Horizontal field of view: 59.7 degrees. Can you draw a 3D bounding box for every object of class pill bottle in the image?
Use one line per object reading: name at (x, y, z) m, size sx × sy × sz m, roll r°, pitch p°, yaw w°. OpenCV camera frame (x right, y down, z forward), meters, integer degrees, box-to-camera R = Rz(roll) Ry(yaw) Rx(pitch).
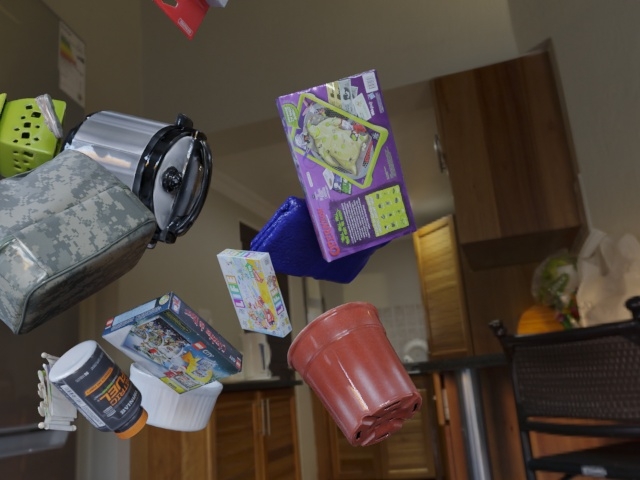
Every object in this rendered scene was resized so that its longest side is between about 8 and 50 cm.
pill bottle at (-0.522, 0.369, 1.346) m, size 0.131 × 0.130 × 0.245 m, roll -13°, pitch -60°, yaw 32°

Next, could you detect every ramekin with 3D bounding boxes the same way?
ramekin at (-0.441, 0.463, 1.652) m, size 0.278 × 0.135 × 0.277 m, roll 14°, pitch -8°, yaw 2°

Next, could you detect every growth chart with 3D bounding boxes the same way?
growth chart at (-0.753, 0.434, 1.597) m, size 0.021 × 0.237 × 0.172 m, roll -22°, pitch -33°, yaw 6°

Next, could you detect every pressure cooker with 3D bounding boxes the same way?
pressure cooker at (-0.549, -0.196, 1.764) m, size 0.421 × 0.375 × 0.369 m, roll 14°, pitch -52°, yaw 14°

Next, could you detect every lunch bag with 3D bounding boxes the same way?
lunch bag at (-0.493, -0.022, 1.014) m, size 0.305 × 0.256 × 0.212 m, roll -41°, pitch -4°, yaw -47°

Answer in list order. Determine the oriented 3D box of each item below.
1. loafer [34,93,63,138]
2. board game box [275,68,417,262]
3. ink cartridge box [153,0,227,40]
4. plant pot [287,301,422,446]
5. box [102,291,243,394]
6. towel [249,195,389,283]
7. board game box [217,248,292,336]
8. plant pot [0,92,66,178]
loafer at (-0.743, -0.336, 1.527) m, size 0.039 × 0.125 × 0.045 m, roll -17°, pitch 5°, yaw -3°
board game box at (0.058, -0.150, 1.144) m, size 0.208 × 0.346 × 0.056 m, roll -19°, pitch 14°, yaw -14°
ink cartridge box at (-0.363, -0.743, 1.524) m, size 0.066 × 0.261 × 0.296 m, roll 18°, pitch -11°, yaw 30°
plant pot at (0.097, 0.341, 1.385) m, size 0.273 × 0.265 × 0.272 m, roll -21°, pitch -39°, yaw -18°
box at (-0.285, 0.210, 1.102) m, size 0.159 × 0.044 × 0.233 m, roll -24°, pitch -51°, yaw 17°
towel at (0.000, 0.000, 1.326) m, size 0.308 × 0.076 × 0.227 m, roll 13°, pitch -48°, yaw -36°
board game box at (-0.115, 0.091, 0.972) m, size 0.104 × 0.154 × 0.026 m, roll 4°, pitch 29°, yaw 39°
plant pot at (-0.934, -0.312, 1.751) m, size 0.207 × 0.228 × 0.227 m, roll 12°, pitch -35°, yaw -22°
